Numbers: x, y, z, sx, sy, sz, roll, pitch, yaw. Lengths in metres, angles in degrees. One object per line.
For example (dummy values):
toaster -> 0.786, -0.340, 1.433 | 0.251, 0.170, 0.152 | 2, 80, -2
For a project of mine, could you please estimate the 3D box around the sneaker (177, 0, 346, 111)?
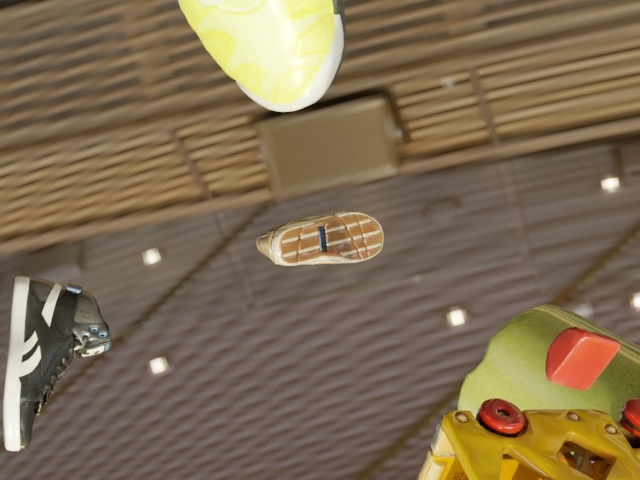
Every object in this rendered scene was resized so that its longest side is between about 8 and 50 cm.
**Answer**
sneaker -> -0.097, -0.279, 1.304 | 0.145, 0.385, 0.147 | -19, -169, 20

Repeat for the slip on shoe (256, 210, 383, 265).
slip on shoe -> 0.000, 0.000, 1.547 | 0.135, 0.051, 0.041 | -11, -170, -39

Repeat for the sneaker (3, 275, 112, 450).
sneaker -> -0.304, 0.141, 1.888 | 0.121, 0.079, 0.217 | 5, -119, -11

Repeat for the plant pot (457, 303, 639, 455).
plant pot -> 0.292, 0.204, 1.712 | 0.276, 0.276, 0.254 | -29, -134, -26

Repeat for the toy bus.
toy bus -> 0.151, 0.162, 0.947 | 0.202, 0.191, 0.104 | -33, -138, 7
